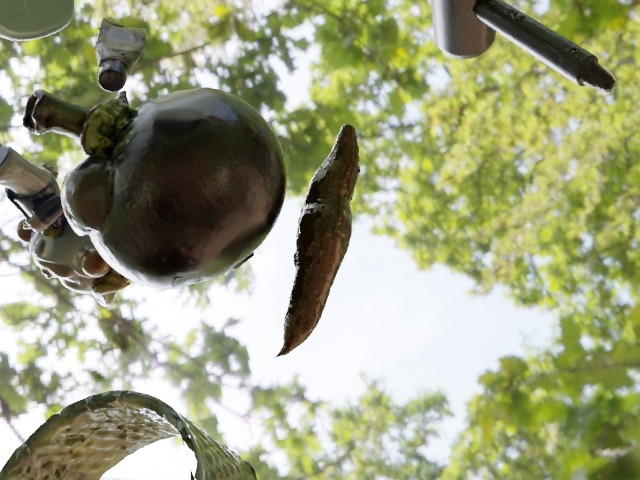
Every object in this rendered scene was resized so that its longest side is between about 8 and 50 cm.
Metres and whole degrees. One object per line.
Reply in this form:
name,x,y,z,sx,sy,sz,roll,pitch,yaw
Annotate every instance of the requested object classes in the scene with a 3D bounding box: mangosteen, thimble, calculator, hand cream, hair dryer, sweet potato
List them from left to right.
calculator,-0.273,-0.239,1.051,0.021,0.153,0.095,-4,-71,30
hand cream,-0.258,-0.245,1.428,0.062,0.163,0.039,10,-53,-11
thimble,-0.196,0.295,1.128,0.271,0.270,0.150,-29,-40,8
mangosteen,-0.177,-0.079,1.193,0.289,0.231,0.231,39,-67,-23
sweet potato,0.000,0.000,1.227,0.067,0.273,0.067,14,-17,4
hair dryer,0.213,-0.210,1.169,0.070,0.248,0.114,-38,-34,-19

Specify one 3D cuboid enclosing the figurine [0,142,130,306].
figurine,-0.346,-0.030,1.456,0.274,0.194,0.133,44,-109,-20
